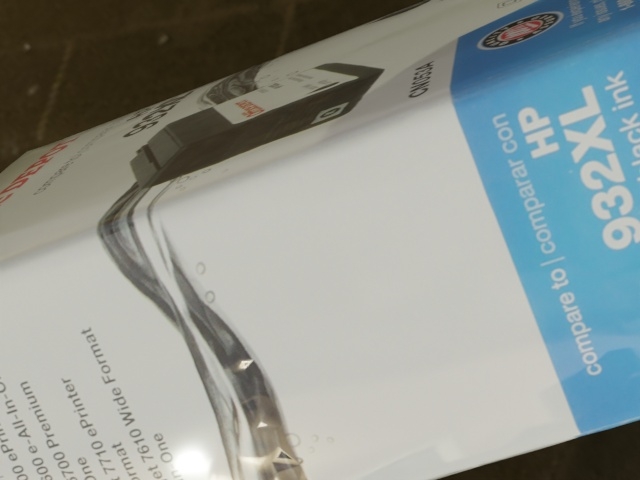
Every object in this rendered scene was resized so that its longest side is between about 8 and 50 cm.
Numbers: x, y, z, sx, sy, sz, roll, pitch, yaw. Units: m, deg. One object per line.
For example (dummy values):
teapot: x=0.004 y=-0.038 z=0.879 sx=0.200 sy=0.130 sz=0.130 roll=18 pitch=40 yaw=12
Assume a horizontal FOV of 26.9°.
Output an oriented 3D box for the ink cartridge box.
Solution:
ink cartridge box: x=0.000 y=0.000 z=0.535 sx=0.307 sy=0.129 sz=0.223 roll=-19 pitch=17 yaw=15
